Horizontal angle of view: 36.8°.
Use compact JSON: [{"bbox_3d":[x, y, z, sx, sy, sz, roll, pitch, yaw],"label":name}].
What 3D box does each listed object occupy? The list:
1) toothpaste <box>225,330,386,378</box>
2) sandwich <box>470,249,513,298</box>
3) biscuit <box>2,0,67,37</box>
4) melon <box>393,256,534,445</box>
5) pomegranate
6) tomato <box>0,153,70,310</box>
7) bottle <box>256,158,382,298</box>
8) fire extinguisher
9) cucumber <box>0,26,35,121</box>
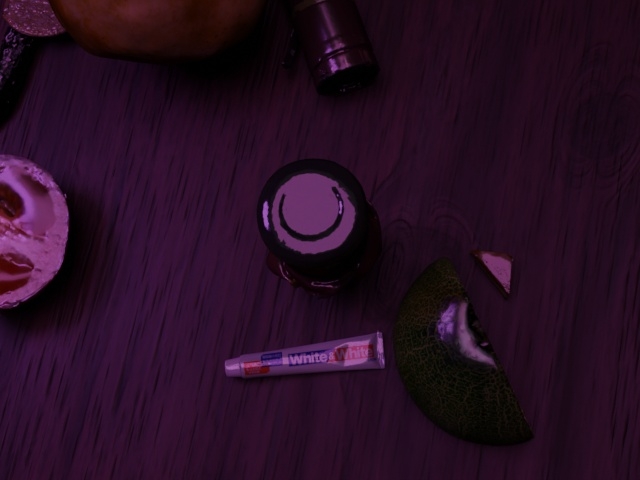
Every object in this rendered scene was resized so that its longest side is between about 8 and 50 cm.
[{"bbox_3d":[-0.021,0.162,1.312,0.218,0.033,0.052,-7,79,2],"label":"toothpaste"},{"bbox_3d":[0.242,0.035,1.302,0.044,0.031,0.083,-39,76,2],"label":"sandwich"},{"bbox_3d":[-0.428,-0.354,1.481,0.120,0.015,0.120,5,52,-7],"label":"biscuit"},{"bbox_3d":[0.157,0.148,1.216,0.129,0.169,0.265,-24,73,3],"label":"melon"},{"bbox_3d":[-0.225,-0.395,1.320,0.333,0.332,0.332,-2,76,8],"label":"pomegranate"},{"bbox_3d":[-0.444,0.001,1.371,0.199,0.112,0.228,25,80,6],"label":"tomato"},{"bbox_3d":[0.000,0.000,1.221,0.156,0.271,0.143,-9,76,4],"label":"bottle"},{"bbox_3d":[-0.025,-0.378,1.404,0.141,0.105,0.341,-19,77,2],"label":"fire extinguisher"},{"bbox_3d":[-0.480,-0.251,1.472,0.053,0.053,0.181,15,81,12],"label":"cucumber"}]
